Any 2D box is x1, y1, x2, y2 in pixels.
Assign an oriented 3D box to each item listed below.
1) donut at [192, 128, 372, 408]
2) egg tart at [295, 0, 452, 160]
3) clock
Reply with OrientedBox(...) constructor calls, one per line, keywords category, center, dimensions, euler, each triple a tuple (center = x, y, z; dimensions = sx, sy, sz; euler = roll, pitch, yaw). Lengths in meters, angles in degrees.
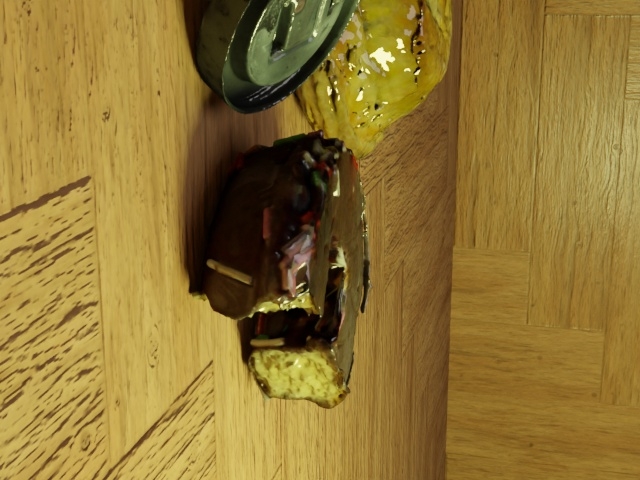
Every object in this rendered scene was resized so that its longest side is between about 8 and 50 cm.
OrientedBox(category="donut", center=(-0.029, 0.017, 1.117), dimensions=(0.345, 0.136, 0.259), euler=(69, 26, -62))
OrientedBox(category="egg tart", center=(0.084, -0.329, 1.382), dimensions=(0.443, 0.178, 0.443), euler=(2, 90, -75))
OrientedBox(category="clock", center=(-0.035, -0.224, 0.985), dimensions=(0.215, 0.042, 0.215), euler=(-45, 161, -20))
